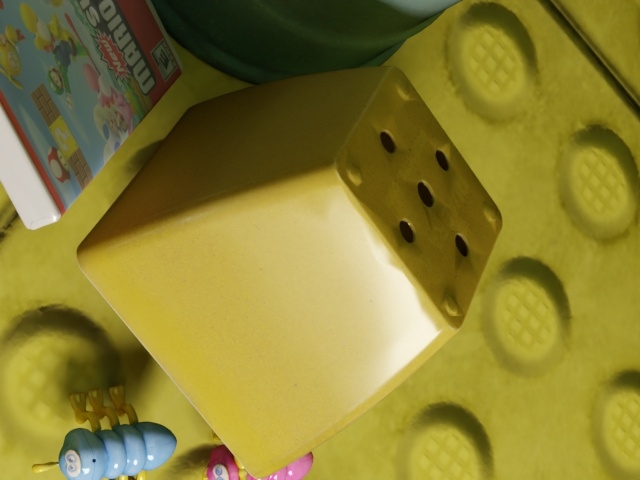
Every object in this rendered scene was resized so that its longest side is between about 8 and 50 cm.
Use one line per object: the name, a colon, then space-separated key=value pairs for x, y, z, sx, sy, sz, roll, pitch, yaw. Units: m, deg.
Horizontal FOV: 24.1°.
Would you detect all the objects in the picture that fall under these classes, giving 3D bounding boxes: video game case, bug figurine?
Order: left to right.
video game case: x=-0.176 y=-0.152 z=0.962 sx=0.204 sy=0.025 sz=0.285 roll=64 pitch=20 yaw=-18
bug figurine: x=-0.083 y=0.230 z=1.055 sx=0.216 sy=0.072 sz=0.279 roll=-12 pitch=90 yaw=-36

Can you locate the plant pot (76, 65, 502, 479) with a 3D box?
plant pot: x=0.000 y=0.000 z=1.036 sx=0.212 sy=0.187 sz=0.212 roll=52 pitch=36 yaw=-17

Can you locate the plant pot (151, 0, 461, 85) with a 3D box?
plant pot: x=0.057 y=-0.307 z=1.071 sx=0.341 sy=0.334 sz=0.341 roll=6 pitch=80 yaw=-34
